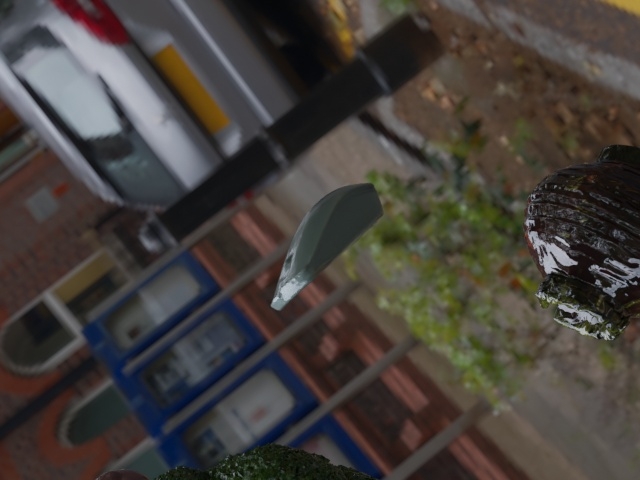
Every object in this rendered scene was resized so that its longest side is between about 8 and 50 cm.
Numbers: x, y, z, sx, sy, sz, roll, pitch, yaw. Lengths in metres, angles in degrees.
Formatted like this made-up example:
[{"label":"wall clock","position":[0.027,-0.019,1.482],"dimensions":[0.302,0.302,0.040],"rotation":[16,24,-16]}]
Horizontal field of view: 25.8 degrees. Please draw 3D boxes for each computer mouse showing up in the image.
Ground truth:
[{"label":"computer mouse","position":[0.000,0.000,1.900],"dimensions":[0.079,0.231,0.128],"rotation":[42,140,2]}]

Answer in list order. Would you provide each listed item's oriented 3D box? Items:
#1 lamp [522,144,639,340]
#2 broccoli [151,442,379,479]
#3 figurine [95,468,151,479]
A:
[{"label":"lamp","position":[0.364,0.007,1.744],"dimensions":[0.247,0.247,0.247],"rotation":[51,173,8]},{"label":"broccoli","position":[-0.039,0.398,1.613],"dimensions":[0.413,0.310,0.321],"rotation":[20,168,20]},{"label":"figurine","position":[-0.187,0.256,1.348],"dimensions":[0.083,0.071,0.067],"rotation":[27,-138,-21]}]
